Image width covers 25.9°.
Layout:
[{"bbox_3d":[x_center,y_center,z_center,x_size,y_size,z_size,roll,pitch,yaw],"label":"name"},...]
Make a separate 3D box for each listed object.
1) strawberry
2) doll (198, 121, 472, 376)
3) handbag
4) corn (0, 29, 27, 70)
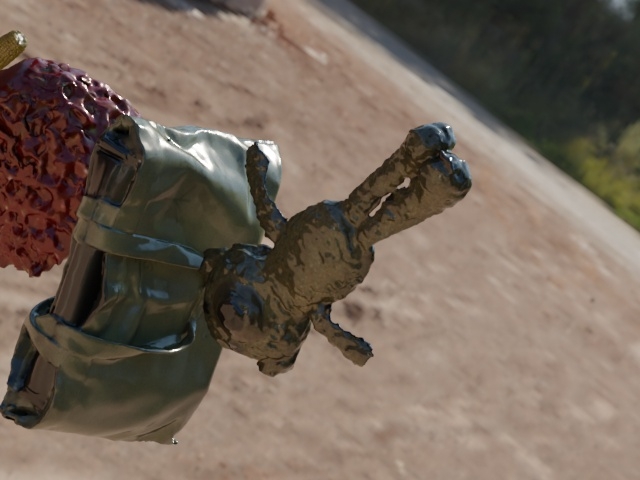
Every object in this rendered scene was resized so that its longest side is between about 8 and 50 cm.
[{"bbox_3d":[-0.283,-0.090,1.428,0.234,0.234,0.178,49,-8,52],"label":"strawberry"},{"bbox_3d":[0.008,0.016,1.147,0.286,0.203,0.091,-6,14,36],"label":"doll"},{"bbox_3d":[-0.158,0.042,1.264,0.109,0.316,0.253,26,9,27],"label":"handbag"},{"bbox_3d":[-0.310,-0.170,1.305,0.028,0.083,0.027,41,31,-32],"label":"corn"}]
